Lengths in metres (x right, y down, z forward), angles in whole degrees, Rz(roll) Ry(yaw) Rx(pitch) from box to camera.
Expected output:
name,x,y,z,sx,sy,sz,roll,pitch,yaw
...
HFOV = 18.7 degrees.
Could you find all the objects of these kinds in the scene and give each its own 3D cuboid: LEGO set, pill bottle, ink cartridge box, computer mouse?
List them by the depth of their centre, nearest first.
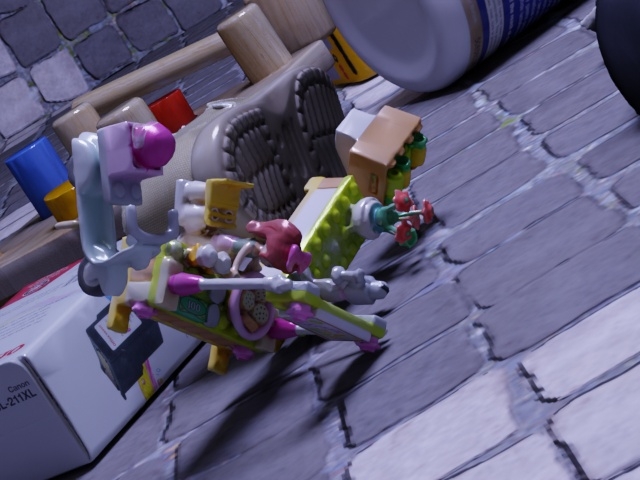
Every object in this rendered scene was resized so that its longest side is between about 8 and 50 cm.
name,x,y,z,sx,sy,sz,roll,pitch,yaw
LEGO set,0.000,0.000,0.980,0.107,0.132,0.287,-1,5,35
computer mouse,0.202,-0.154,1.087,0.188,0.072,0.272,-44,8,26
ink cartridge box,-0.153,0.073,1.122,0.127,0.072,0.175,-23,14,33
pill bottle,0.137,-0.239,1.477,0.265,0.153,0.153,-37,13,-25

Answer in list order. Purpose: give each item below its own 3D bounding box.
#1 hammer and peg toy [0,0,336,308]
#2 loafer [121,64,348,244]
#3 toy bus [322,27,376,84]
name,x,y,z,sx,sy,sz,roll,pitch,yaw
hammer and peg toy,-0.115,-0.062,1.455,0.266,0.127,0.361,-26,13,33
loafer,-0.044,-0.043,1.157,0.092,0.102,0.268,-17,1,18
toy bus,0.130,-0.269,1.728,0.333,0.108,0.130,-35,11,-16
